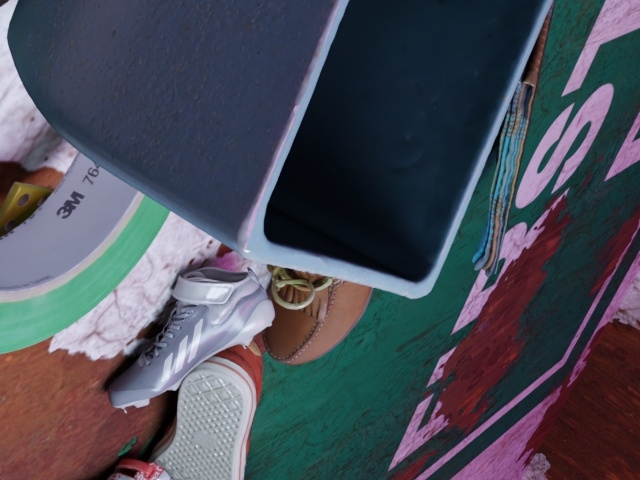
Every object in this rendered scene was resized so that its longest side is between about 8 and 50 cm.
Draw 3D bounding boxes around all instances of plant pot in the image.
[{"bbox_3d":[-0.037,-0.134,0.710,0.247,0.252,0.247,17,97,-61],"label":"plant pot"}]

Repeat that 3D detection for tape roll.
[{"bbox_3d":[-0.209,-0.081,0.803,0.321,0.077,0.321,-40,142,-41],"label":"tape roll"}]

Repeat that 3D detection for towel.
[{"bbox_3d":[0.265,-0.164,1.573,0.370,0.040,0.271,91,13,-51],"label":"towel"}]

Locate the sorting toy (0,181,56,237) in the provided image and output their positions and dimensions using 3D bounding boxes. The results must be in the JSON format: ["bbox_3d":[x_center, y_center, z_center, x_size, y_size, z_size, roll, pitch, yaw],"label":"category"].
[{"bbox_3d":[-0.318,0.015,0.851,0.275,0.046,0.132,-24,143,-48],"label":"sorting toy"}]

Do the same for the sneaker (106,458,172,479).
[{"bbox_3d":[-0.260,0.313,1.343,0.270,0.090,0.145,39,53,-44],"label":"sneaker"}]

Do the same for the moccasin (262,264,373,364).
[{"bbox_3d":[0.001,0.002,1.309,0.147,0.139,0.380,-9,145,-34],"label":"moccasin"}]

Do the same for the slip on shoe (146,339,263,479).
[{"bbox_3d":[-0.135,0.234,1.424,0.101,0.123,0.331,-64,174,-48],"label":"slip on shoe"}]

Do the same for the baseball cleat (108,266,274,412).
[{"bbox_3d":[-0.154,0.097,1.261,0.206,0.072,0.109,-31,114,-9],"label":"baseball cleat"}]
